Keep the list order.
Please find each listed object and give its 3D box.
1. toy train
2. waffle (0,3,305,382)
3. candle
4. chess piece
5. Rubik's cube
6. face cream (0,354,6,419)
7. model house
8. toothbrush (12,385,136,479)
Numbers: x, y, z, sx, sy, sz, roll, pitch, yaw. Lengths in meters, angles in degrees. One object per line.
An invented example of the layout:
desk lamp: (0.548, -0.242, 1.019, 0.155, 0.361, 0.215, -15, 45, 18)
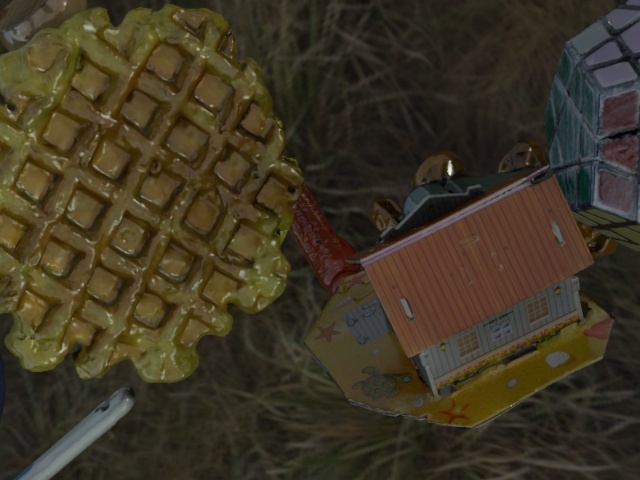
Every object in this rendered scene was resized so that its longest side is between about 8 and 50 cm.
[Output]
toy train: (0.214, 0.008, 1.595, 0.163, 0.369, 0.232, 50, 136, 38)
waffle: (-0.154, -0.037, 1.034, 0.068, 0.302, 0.325, 14, 120, 63)
candle: (0.000, 0.000, 1.367, 0.329, 0.051, 0.048, -121, 33, -59)
chess piece: (-0.241, -0.194, 1.045, 0.083, 0.038, 0.084, -26, 39, 23)
Rubik's cube: (0.397, -0.122, 1.317, 0.264, 0.319, 0.319, -32, 59, 52)
face cream: (-0.433, 0.138, 1.058, 0.225, 0.249, 0.249, 26, 90, 24)
model house: (0.084, 0.021, 0.906, 0.219, 0.136, 0.207, -24, 42, -5)
toothbrush: (-0.275, 0.215, 0.854, 0.386, 0.040, 0.040, -40, 61, 14)
